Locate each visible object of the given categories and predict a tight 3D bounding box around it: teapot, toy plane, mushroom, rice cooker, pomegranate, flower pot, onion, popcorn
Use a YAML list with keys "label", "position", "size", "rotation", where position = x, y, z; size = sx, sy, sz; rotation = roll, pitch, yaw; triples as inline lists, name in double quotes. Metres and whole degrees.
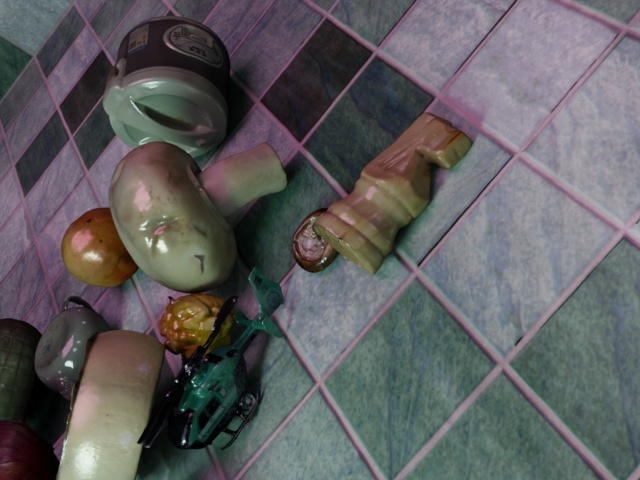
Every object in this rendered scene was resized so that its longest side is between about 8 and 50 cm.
- label: "teapot"
  position: [-0.545, 0.246, 1.928]
  size: [0.193, 0.129, 0.294]
  rotation: [-35, 41, 25]
- label: "toy plane"
  position: [-0.173, 0.231, 1.526]
  size: [0.106, 0.155, 0.382]
  rotation: [7, 53, 50]
- label: "mushroom"
  position: [0.000, 0.000, 1.574]
  size: [0.123, 0.052, 0.123]
  rotation: [-24, 55, 40]
- label: "rice cooker"
  position: [-0.348, -0.348, 2.000]
  size: [0.288, 0.288, 0.277]
  rotation: [-28, 45, 32]
- label: "pomegranate"
  position: [-0.506, 0.015, 1.996]
  size: [0.191, 0.191, 0.191]
  rotation: [-26, 48, 33]
- label: "flower pot"
  position: [-0.773, 0.326, 1.998]
  size: [0.302, 0.213, 0.302]
  rotation: [-164, 90, -76]
- label: "onion"
  position: [-0.582, 0.525, 1.689]
  size: [0.347, 0.285, 0.348]
  rotation: [177, 90, -80]
- label: "mushroom"
  position: [-0.267, -0.060, 1.720]
  size: [0.315, 0.315, 0.356]
  rotation: [-16, 18, 40]
- label: "popcorn"
  position: [-0.234, 0.162, 1.643]
  size: [0.148, 0.152, 0.167]
  rotation: [-28, 2, -11]

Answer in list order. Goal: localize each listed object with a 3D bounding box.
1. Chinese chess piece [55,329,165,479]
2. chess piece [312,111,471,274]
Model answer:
- label: "Chinese chess piece"
  position: [-0.380, 0.330, 1.568]
  size: [0.338, 0.140, 0.338]
  rotation: [-168, 90, -83]
- label: "chess piece"
  position: [0.128, -0.094, 1.468]
  size: [0.301, 0.137, 0.137]
  rotation: [-51, 37, -10]
